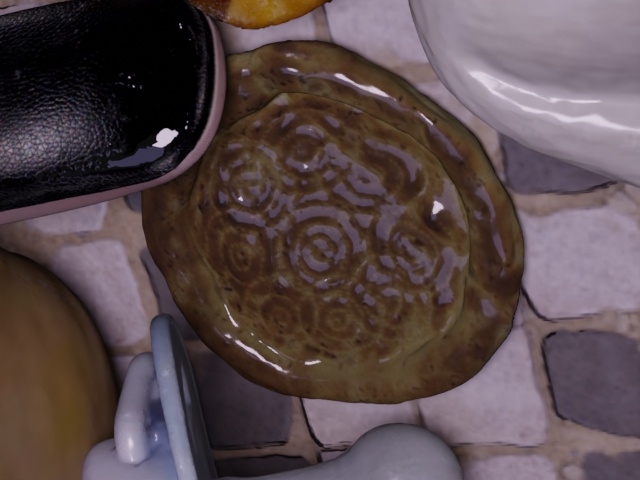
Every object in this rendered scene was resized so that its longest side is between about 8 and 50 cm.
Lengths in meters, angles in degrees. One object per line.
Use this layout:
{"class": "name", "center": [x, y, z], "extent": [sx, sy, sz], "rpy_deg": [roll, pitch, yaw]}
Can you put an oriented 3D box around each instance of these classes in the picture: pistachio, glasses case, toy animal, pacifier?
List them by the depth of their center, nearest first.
{"class": "toy animal", "center": [0.167, -0.138, 0.829], "extent": [0.265, 0.206, 0.272], "rpy_deg": [13, 123, 11]}
{"class": "glasses case", "center": [-0.198, -0.070, 1.057], "extent": [0.314, 0.075, 0.122], "rpy_deg": [-11, 69, 25]}
{"class": "pacifier", "center": [-0.023, 0.167, 1.085], "extent": [0.226, 0.238, 0.287], "rpy_deg": [-10, 113, 0]}
{"class": "pistachio", "center": [-0.207, 0.124, 1.129], "extent": [0.162, 0.181, 0.293], "rpy_deg": [-10, 121, -6]}

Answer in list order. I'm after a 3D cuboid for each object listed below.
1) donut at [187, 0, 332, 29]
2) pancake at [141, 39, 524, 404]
{"class": "donut", "center": [-0.034, -0.188, 0.964], "extent": [0.140, 0.059, 0.140], "rpy_deg": [9, 120, 16]}
{"class": "pancake", "center": [0.000, -0.001, 1.069], "extent": [0.250, 0.031, 0.250], "rpy_deg": [9, 121, 15]}
